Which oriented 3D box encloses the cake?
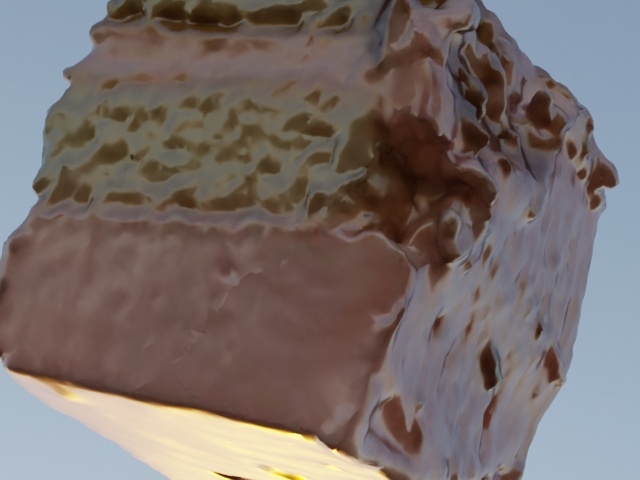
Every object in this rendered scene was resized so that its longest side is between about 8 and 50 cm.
[{"bbox_3d":[0.000,0.000,0.874,0.293,0.306,0.314,10,-19,30],"label":"cake"}]
